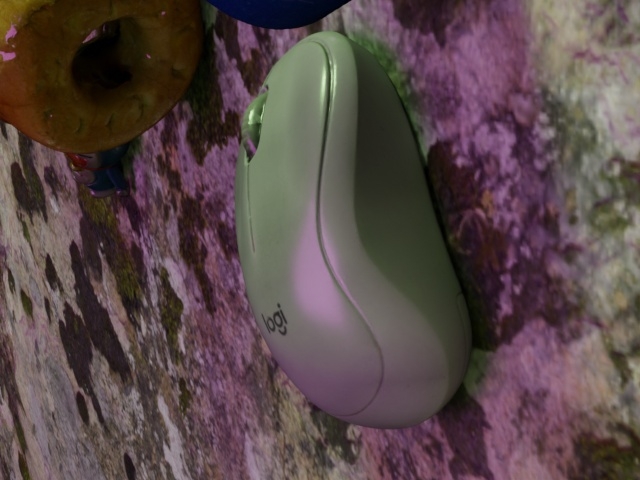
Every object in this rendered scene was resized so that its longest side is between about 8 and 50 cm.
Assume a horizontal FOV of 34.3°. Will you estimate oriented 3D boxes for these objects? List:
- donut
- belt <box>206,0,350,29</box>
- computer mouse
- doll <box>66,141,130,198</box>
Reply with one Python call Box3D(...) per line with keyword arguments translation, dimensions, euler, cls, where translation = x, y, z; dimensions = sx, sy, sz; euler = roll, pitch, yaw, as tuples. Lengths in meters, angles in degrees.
Box3D(translation=(-0.211, -0.187, 0.944), dimensions=(0.114, 0.227, 0.226), euler=(42, 137, 33), cls="donut")
Box3D(translation=(-0.032, -0.303, 0.589), dimensions=(0.117, 0.212, 0.346), euler=(-13, 95, 62), cls="belt")
Box3D(translation=(0.000, 0.000, 0.759), dimensions=(0.184, 0.121, 0.296), euler=(-29, 78, 61), cls="computer mouse")
Box3D(translation=(-0.263, -0.113, 1.205), dimensions=(0.114, 0.085, 0.152), euler=(40, 150, 13), cls="doll")
